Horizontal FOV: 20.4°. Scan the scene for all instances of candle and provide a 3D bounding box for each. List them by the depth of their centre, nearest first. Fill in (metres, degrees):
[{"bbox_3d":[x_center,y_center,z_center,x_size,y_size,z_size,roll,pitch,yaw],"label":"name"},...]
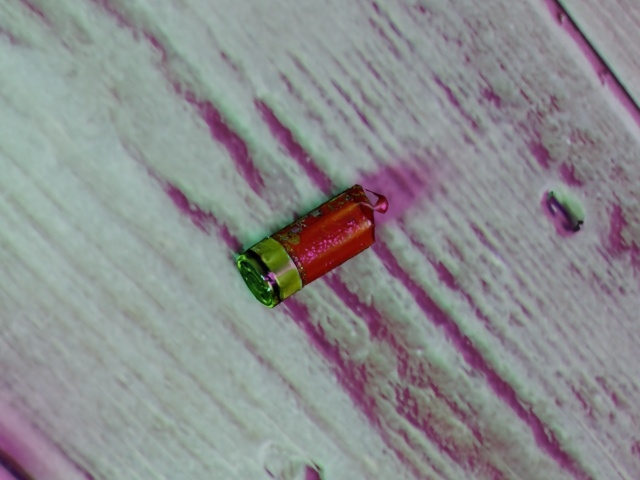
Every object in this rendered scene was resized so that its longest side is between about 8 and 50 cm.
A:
[{"bbox_3d":[0.000,0.000,1.396,0.130,0.052,0.052,-33,109,-19],"label":"candle"}]
